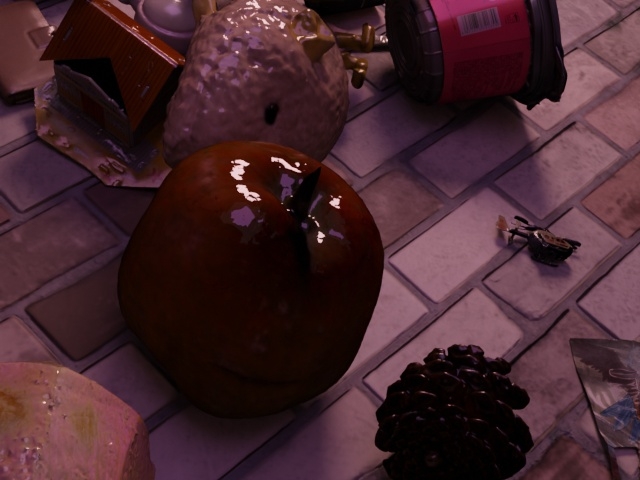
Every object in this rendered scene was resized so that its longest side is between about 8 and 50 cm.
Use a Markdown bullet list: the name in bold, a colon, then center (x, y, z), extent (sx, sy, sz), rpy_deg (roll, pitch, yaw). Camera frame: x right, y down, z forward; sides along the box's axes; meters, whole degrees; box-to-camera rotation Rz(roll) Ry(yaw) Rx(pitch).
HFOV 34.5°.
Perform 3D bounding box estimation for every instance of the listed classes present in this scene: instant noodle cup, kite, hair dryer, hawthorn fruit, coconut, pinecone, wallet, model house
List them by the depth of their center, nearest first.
- **coconut**: center (-0.256, 0.216, 0.884), extent (0.233, 0.233, 0.245), rpy_deg (8, 52, -11)
- **hawthorn fruit**: center (-0.067, 0.022, 1.052), extent (0.268, 0.301, 0.267), rpy_deg (12, 46, -12)
- **pinecone**: center (0.146, 0.183, 1.087), extent (0.163, 0.163, 0.165), rpy_deg (27, 35, 6)
- **kite**: center (0.390, 0.240, 1.199), extent (0.169, 0.015, 0.310), rpy_deg (10, 48, -10)
- **model house**: center (-0.235, -0.192, 1.256), extent (0.219, 0.136, 0.207), rpy_deg (38, 65, 10)
- **wallet**: center (-0.393, -0.249, 1.355), extent (0.118, 0.038, 0.152), rpy_deg (-22, 64, -29)
- **instant noodle cup**: center (0.200, -0.300, 1.461), extent (0.182, 0.258, 0.302), rpy_deg (-15, 43, -11)
- **hair dryer**: center (0.005, -0.435, 1.622), extent (0.124, 0.071, 0.219), rpy_deg (-14, 50, -26)

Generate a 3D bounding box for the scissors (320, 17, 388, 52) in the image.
- **scissors**: center (0.056, -0.301, 1.547), extent (0.212, 0.021, 0.110), rpy_deg (-4, 56, -18)

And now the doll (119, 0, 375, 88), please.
- **doll**: center (-0.110, -0.290, 1.439), extent (0.365, 0.094, 0.160), rpy_deg (17, 45, -3)

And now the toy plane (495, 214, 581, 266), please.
- **toy plane**: center (0.287, -0.001, 1.360), extent (0.121, 0.031, 0.049), rpy_deg (19, 43, -4)

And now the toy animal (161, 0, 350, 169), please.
- **toy animal**: center (-0.059, -0.182, 1.243), extent (0.188, 0.226, 0.358), rpy_deg (15, 10, 15)

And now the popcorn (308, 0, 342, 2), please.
- **popcorn**: center (-0.027, -0.458, 1.427), extent (0.282, 0.247, 0.282), rpy_deg (21, 18, -7)
